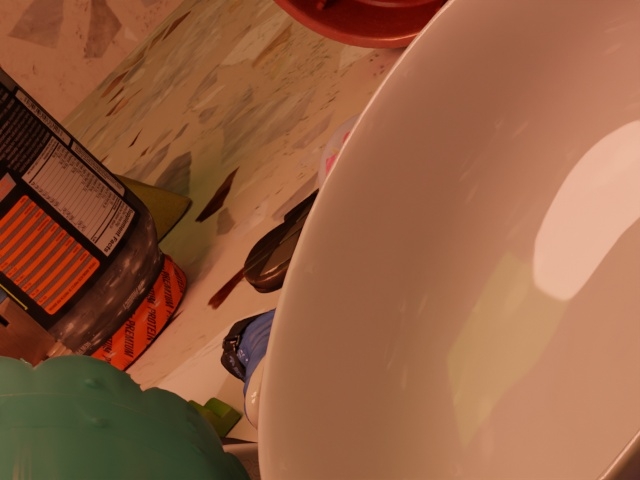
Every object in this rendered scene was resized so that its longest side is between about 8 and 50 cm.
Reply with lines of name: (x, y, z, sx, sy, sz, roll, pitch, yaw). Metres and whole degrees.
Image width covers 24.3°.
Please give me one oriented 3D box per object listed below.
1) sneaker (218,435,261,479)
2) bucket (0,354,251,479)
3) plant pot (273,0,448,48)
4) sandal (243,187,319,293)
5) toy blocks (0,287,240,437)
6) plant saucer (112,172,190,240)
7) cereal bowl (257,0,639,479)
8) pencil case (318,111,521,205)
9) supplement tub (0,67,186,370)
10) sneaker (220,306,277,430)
sneaker: (-0.158, 0.167, 0.901, 0.147, 0.295, 0.105, 159, 110, -70)
bucket: (-0.142, 0.208, 0.722, 0.281, 0.281, 0.183, -44, 22, 2)
plant pot: (0.084, -0.369, 1.484, 0.272, 0.272, 0.265, -32, 14, 34)
sandal: (0.000, 0.000, 1.174, 0.090, 0.060, 0.219, -34, 7, 13)
toy blocks: (-0.269, 0.184, 1.021, 0.381, 0.261, 0.190, -49, 19, -11)
plant saucer: (-0.326, 0.036, 1.731, 0.333, 0.081, 0.333, -49, 19, -9)
cereal bowl: (0.119, 0.026, 0.671, 0.339, 0.141, 0.339, -45, 30, 35)
pencil case: (0.104, -0.040, 0.944, 0.124, 0.113, 0.273, -39, 16, -18)
supplement tub: (-0.300, -0.021, 1.391, 0.207, 0.338, 0.207, -39, 19, 16)
sneaker: (-0.037, 0.092, 1.039, 0.084, 0.058, 0.152, -25, 22, 32)
